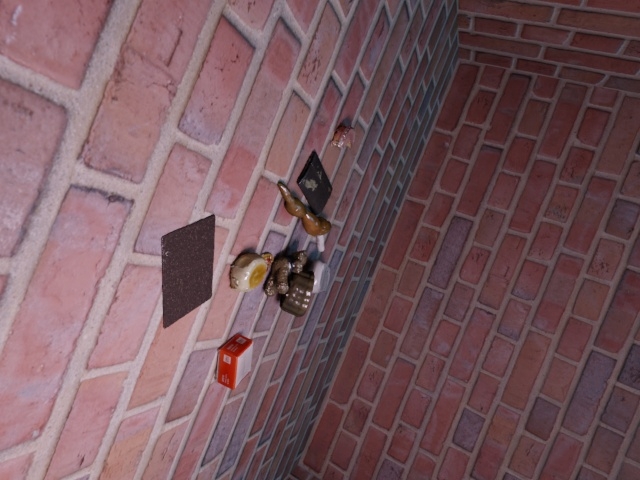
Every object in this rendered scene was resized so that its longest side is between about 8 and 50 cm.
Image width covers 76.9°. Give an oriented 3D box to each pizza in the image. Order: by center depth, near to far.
[{"bbox_3d":[-0.219,0.089,1.694,0.099,0.029,0.100,-33,141,-58],"label":"pizza"}]

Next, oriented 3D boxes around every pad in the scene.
[{"bbox_3d":[-0.409,0.096,1.263,0.220,0.004,0.331,-35,142,-55],"label":"pad"}]

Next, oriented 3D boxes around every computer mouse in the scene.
[{"bbox_3d":[-0.026,0.187,2.120,0.297,0.121,0.184,19,84,-77],"label":"computer mouse"}]

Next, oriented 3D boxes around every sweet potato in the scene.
[{"bbox_3d":[-0.115,-0.148,1.657,0.075,0.074,0.269,-63,151,-14],"label":"sweet potato"},{"bbox_3d":[-0.021,-0.070,1.936,0.354,0.095,0.106,25,69,-69],"label":"sweet potato"}]

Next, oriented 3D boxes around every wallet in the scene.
[{"bbox_3d":[-0.017,-0.249,1.837,0.171,0.044,0.321,-61,158,-13],"label":"wallet"}]

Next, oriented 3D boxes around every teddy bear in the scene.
[{"bbox_3d":[-0.153,0.126,1.772,0.251,0.181,0.129,-49,116,-38],"label":"teddy bear"}]

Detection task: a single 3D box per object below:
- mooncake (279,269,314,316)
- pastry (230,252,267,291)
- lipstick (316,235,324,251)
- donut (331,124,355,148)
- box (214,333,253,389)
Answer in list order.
[{"bbox_3d":[-0.111,0.239,1.898,0.228,0.124,0.228,-162,-90,-83],"label":"mooncake"},{"bbox_3d":[-0.272,0.123,1.516,0.166,0.088,0.166,-47,150,-37],"label":"pastry"},{"bbox_3d":[0.000,0.000,2.131,0.040,0.040,0.141,-53,154,-34],"label":"lipstick"},{"bbox_3d":[0.114,-0.489,1.894,0.166,0.065,0.117,-21,131,-64],"label":"donut"},{"bbox_3d":[-0.356,0.499,1.668,0.133,0.099,0.182,-39,143,-57],"label":"box"}]
